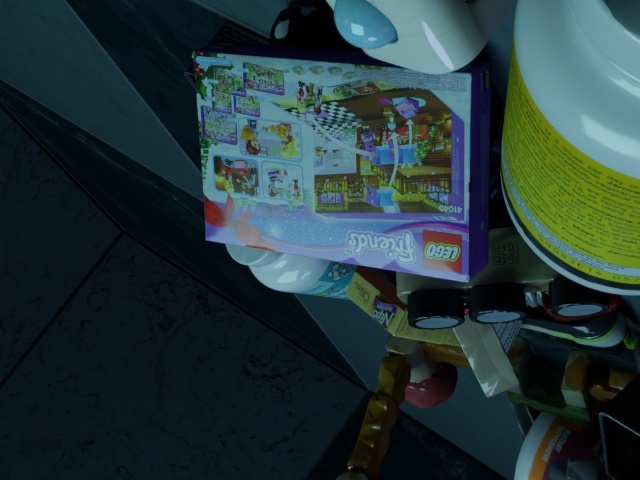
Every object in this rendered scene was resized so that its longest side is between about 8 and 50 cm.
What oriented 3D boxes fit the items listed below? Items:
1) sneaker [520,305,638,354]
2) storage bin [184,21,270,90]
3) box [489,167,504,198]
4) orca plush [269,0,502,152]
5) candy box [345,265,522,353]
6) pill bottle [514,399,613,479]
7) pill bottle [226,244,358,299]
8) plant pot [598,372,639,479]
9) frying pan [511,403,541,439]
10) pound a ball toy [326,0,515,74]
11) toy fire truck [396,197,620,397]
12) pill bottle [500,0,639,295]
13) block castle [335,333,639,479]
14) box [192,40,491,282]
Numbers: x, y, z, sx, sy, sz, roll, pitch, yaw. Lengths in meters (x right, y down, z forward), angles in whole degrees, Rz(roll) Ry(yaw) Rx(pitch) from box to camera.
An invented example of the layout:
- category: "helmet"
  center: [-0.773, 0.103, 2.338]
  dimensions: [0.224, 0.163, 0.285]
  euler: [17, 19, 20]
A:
- category: "sneaker"
  center: [0.286, 0.095, 1.549]
  dimensions: [0.097, 0.084, 0.234]
  euler: [43, 168, -35]
- category: "storage bin"
  center: [-0.072, -0.173, 1.562]
  dimensions: [0.122, 0.084, 0.180]
  euler: [30, 167, 32]
- category: "box"
  center: [0.112, -0.043, 1.463]
  dimensions: [0.207, 0.108, 0.153]
  euler: [30, 166, 33]
- category: "orca plush"
  center: [0.043, -0.146, 1.274]
  dimensions: [0.287, 0.102, 0.151]
  euler: [33, 168, 20]
- category: "candy box"
  center: [0.135, 0.079, 1.491]
  dimensions: [0.186, 0.053, 0.109]
  euler: [14, -164, -39]
- category: "pill bottle"
  center: [0.475, 0.363, 1.688]
  dimensions: [0.392, 0.224, 0.224]
  euler: [28, 165, 39]
- category: "pill bottle"
  center: [0.000, 0.000, 1.640]
  dimensions: [0.264, 0.146, 0.146]
  euler: [9, -167, -47]
- category: "plant pot"
  center: [0.423, 0.202, 1.330]
  dimensions: [0.187, 0.167, 0.188]
  euler: [31, 161, 29]
- category: "frying pan"
  center: [0.381, 0.289, 2.015]
  dimensions: [0.197, 0.053, 0.326]
  euler: [63, -159, 14]
- category: "pound a ball toy"
  center: [0.033, -0.243, 0.843]
  dimensions: [0.208, 0.136, 0.319]
  euler: [26, 164, 45]
- category: "toy fire truck"
  center: [0.206, 0.065, 1.328]
  dimensions: [0.217, 0.159, 0.246]
  euler: [-7, 163, 14]
- category: "pill bottle"
  center: [0.208, -0.096, 0.764]
  dimensions: [0.188, 0.188, 0.334]
  euler: [34, 169, 15]
- category: "block castle"
  center: [0.265, 0.292, 1.565]
  dimensions: [0.453, 0.303, 0.213]
  euler: [10, 156, 23]
- category: "box"
  center: [0.018, -0.081, 1.216]
  dimensions: [0.293, 0.057, 0.201]
  euler: [9, 113, 26]
